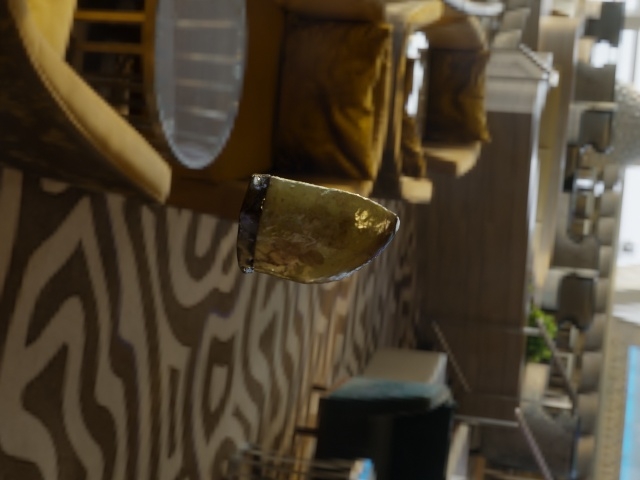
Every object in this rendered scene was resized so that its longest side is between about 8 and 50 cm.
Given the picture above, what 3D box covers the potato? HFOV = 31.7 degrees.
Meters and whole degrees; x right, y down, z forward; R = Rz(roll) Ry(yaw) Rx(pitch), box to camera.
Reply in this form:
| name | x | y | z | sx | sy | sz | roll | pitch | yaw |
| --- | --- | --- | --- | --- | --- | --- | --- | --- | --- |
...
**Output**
| name | x | y | z | sx | sy | sz | roll | pitch | yaw |
| --- | --- | --- | --- | --- | --- | --- | --- | --- | --- |
| potato | 0.000 | 0.000 | 0.811 | 0.096 | 0.103 | 0.066 | 58 | 42 | -70 |
